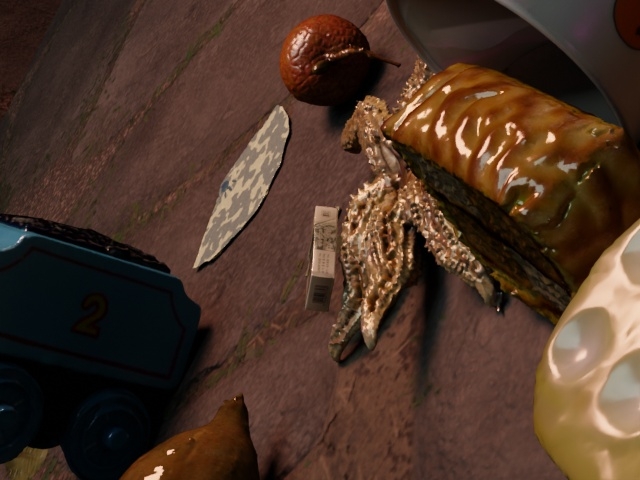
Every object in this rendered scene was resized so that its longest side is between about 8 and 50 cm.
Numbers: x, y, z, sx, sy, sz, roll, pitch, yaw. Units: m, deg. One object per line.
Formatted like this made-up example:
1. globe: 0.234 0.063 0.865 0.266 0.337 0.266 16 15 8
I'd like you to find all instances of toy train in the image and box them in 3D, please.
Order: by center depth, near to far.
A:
1. toy train: -0.294 0.112 1.229 0.188 0.300 0.265 13 84 47

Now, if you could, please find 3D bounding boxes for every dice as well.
1. dice: 0.218 0.083 0.521 0.166 0.169 0.169 -55 26 5

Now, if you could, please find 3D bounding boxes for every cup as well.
1. cup: 0.222 -0.241 0.807 0.317 0.212 0.212 -52 26 -7

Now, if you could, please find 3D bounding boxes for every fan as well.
1. fan: -0.093 -0.068 1.403 0.131 0.009 0.240 2 62 60

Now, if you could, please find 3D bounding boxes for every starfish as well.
1. starfish: 0.085 -0.035 0.978 0.301 0.084 0.294 -38 40 51

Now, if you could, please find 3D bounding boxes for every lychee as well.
1. lychee: 0.011 -0.208 1.275 0.140 0.114 0.101 122 140 -69

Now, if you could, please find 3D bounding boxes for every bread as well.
1. bread: 0.148 -0.025 0.759 0.096 0.181 0.222 -43 31 -3

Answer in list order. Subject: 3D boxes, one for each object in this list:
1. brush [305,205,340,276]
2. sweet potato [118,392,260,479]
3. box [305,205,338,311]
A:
1. brush: 0.000 0.000 1.166 0.016 0.013 0.084 -11 53 53
2. sweet potato: -0.144 0.290 0.938 0.370 0.157 0.157 -59 26 -15
3. box: 0.001 0.017 1.037 0.054 0.024 0.083 98 177 -50
